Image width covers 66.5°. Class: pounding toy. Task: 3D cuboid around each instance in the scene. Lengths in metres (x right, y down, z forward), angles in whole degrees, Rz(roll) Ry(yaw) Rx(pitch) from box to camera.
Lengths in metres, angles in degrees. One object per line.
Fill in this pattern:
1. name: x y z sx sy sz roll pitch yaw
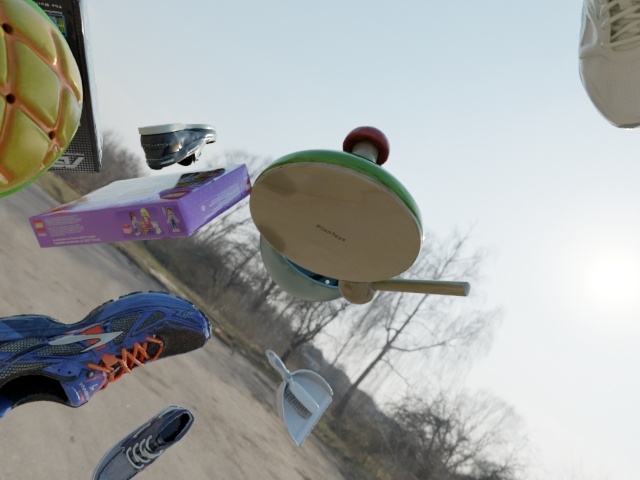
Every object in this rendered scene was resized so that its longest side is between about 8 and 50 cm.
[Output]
1. pounding toy: 0.044 -0.035 0.539 0.183 0.110 0.237 -14 -47 40

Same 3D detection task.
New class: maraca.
1. maraca: -0.212 -0.073 0.263 0.099 0.185 0.127 10 -53 29

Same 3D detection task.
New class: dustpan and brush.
1. dustpan and brush: -0.059 0.316 1.048 0.211 0.147 0.060 50 -39 -9

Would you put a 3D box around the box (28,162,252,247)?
1. box: -0.286 -0.059 0.799 0.293 0.201 0.057 -4 -69 23

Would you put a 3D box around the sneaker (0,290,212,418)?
1. sneaker: -0.211 0.113 0.457 0.087 0.221 0.083 -118 -156 -44

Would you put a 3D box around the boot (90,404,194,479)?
1. boot: -0.307 0.358 0.845 0.069 0.190 0.086 52 -33 -7

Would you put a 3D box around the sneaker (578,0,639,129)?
1. sneaker: 0.176 -0.142 0.286 0.054 0.152 0.061 -3 3 35

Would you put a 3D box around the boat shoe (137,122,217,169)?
1. boat shoe: -0.256 -0.177 0.904 0.233 0.084 0.079 -53 135 -72

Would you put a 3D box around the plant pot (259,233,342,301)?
1. plant pot: 0.000 0.000 1.061 0.293 0.293 0.235 41 -29 2

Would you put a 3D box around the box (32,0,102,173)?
1. box: -0.351 -0.157 0.442 0.216 0.270 0.060 117 -33 -51
